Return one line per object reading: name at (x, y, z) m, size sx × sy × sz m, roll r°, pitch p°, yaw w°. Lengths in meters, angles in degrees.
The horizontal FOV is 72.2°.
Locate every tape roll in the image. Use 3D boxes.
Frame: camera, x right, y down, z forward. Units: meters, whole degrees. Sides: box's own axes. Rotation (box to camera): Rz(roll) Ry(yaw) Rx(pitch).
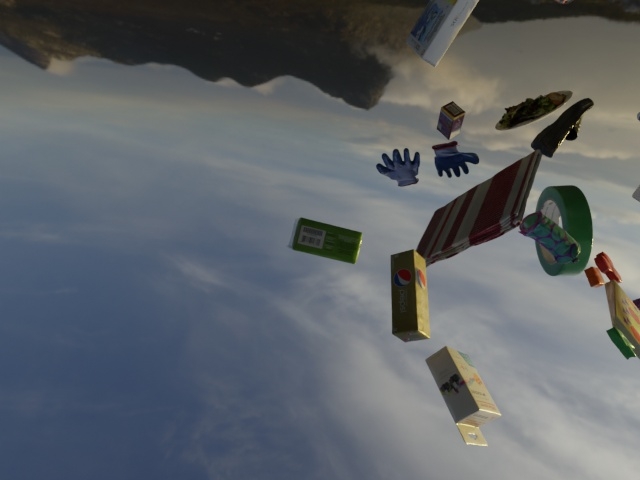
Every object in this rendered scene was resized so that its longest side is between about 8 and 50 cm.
tape roll at (0.846, -0.034, 1.548) m, size 0.077 × 0.320 × 0.321 m, roll -2°, pitch -163°, yaw 9°

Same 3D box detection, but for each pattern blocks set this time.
pattern blocks set at (0.641, 0.171, 0.909) m, size 0.325 × 0.026 × 0.285 m, roll -22°, pitch -103°, yaw -52°

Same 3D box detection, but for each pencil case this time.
pencil case at (0.551, -0.004, 1.056) m, size 0.152 × 0.070 × 0.064 m, roll 35°, pitch -171°, yaw -13°

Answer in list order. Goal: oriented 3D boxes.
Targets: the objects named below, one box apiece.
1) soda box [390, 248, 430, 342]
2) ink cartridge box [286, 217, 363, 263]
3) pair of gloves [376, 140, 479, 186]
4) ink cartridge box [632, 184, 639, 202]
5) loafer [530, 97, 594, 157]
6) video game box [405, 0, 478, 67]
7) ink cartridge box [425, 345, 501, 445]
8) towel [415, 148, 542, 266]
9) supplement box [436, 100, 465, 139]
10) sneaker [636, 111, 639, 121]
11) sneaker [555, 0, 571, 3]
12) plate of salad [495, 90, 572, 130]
soda box at (0.185, 0.114, 0.915) m, size 0.058 × 0.181 × 0.061 m, roll -18°, pitch 143°, yaw 32°
ink cartridge box at (0.000, 0.000, 1.343) m, size 0.189 × 0.096 × 0.255 m, roll 14°, pitch 179°, yaw -10°
pair of gloves at (0.221, -0.158, 0.906) m, size 0.198 × 0.023 × 0.159 m, roll -9°, pitch 162°, yaw 22°
ink cartridge box at (0.998, -0.108, 0.989) m, size 0.166 × 0.285 × 0.394 m, roll -10°, pitch -136°, yaw -23°
loafer at (0.696, -0.316, 1.242) m, size 0.078 × 0.223 × 0.076 m, roll 47°, pitch 171°, yaw 16°
video game box at (0.285, -0.524, 1.011) m, size 0.048 × 0.205 × 0.187 m, roll 21°, pitch -149°, yaw -19°
ink cartridge box at (0.301, 0.319, 0.906) m, size 0.104 × 0.061 × 0.181 m, roll 27°, pitch -150°, yaw -40°
towel at (0.351, -0.057, 1.019) m, size 0.037 × 0.329 × 0.237 m, roll 40°, pitch -125°, yaw -9°
supplement box at (0.356, -0.327, 1.200) m, size 0.043 × 0.083 × 0.055 m, roll -30°, pitch -118°, yaw -13°
sneaker at (0.557, -0.169, 0.658) m, size 0.061 × 0.064 × 0.158 m, roll -13°, pitch -158°, yaw -24°
sneaker at (0.771, -0.723, 1.198) m, size 0.321 × 0.124 × 0.180 m, roll 25°, pitch 179°, yaw 5°
plate of salad at (0.567, -0.359, 1.184) m, size 0.200 × 0.048 × 0.200 m, roll -30°, pitch -162°, yaw 11°
